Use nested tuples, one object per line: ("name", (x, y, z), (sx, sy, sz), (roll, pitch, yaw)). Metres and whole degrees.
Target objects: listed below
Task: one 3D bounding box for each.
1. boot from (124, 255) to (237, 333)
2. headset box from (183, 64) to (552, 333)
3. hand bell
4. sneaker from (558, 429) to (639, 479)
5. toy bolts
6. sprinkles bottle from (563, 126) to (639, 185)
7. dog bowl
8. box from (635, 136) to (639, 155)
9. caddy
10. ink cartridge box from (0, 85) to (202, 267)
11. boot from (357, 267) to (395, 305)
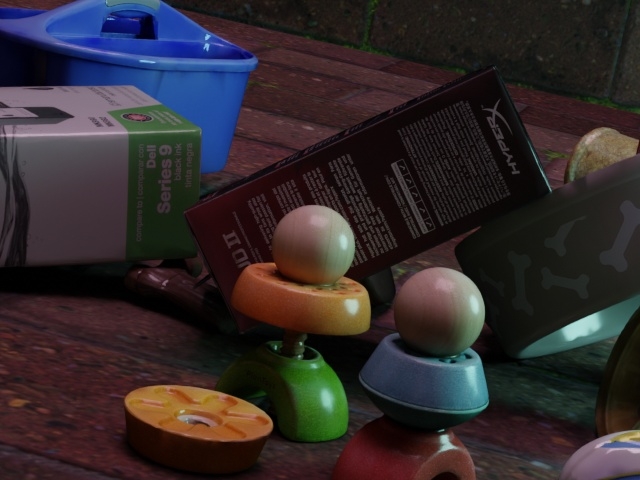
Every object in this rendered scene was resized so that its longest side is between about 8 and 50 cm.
("boot", (-0.094, 0.046, 1.518), (0.114, 0.037, 0.106), (19, 19, 27))
("headset box", (0.030, -0.033, 1.432), (0.293, 0.110, 0.218), (-25, 3, 7))
("hand bell", (0.352, 0.142, 1.392), (0.242, 0.126, 0.126), (21, 11, -9))
("sneaker", (0.271, 0.185, 1.108), (0.240, 0.091, 0.126), (11, 13, -4))
("toy bolts", (0.001, 0.074, 1.196), (0.228, 0.158, 0.218), (20, 15, 33))
("sprinkles bottle", (0.466, -0.040, 2.172), (0.121, 0.121, 0.355), (-1, 18, -43))
("dog bowl", (0.287, 0.004, 1.515), (0.349, 0.102, 0.349), (-18, -11, -4))
("box", (0.423, -0.072, 1.871), (0.154, 0.300, 0.142), (10, 11, -9))
("caddy", (-0.222, -0.184, 1.928), (0.241, 0.179, 0.341), (19, 14, 32))
("ink cartridge box", (-0.271, -0.058, 1.539), (0.289, 0.121, 0.211), (-3, 16, -23))
("boot", (0.000, 0.000, 1.729), (0.115, 0.112, 0.305), (-19, 20, 0))
